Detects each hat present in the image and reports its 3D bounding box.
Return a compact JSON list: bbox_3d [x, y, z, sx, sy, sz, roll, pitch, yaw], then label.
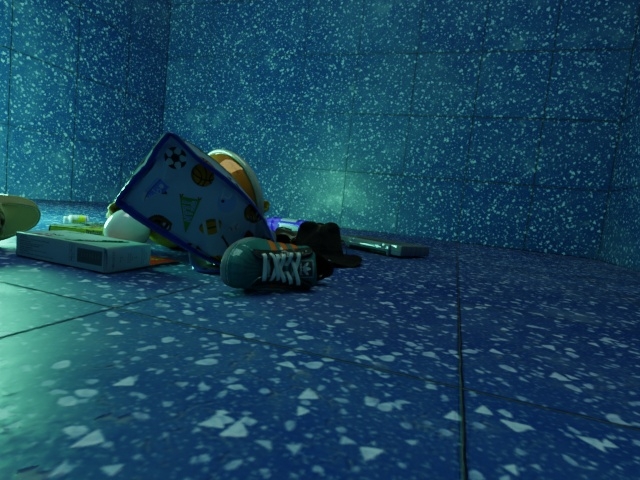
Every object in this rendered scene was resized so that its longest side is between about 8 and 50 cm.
[{"bbox_3d":[0.000,0.000,1.380,0.330,0.134,0.331,7,5,-1],"label":"hat"}]

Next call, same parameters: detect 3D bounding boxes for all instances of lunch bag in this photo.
[{"bbox_3d":[-0.296,-0.076,1.048,0.385,0.239,0.328,37,1,-27],"label":"lunch bag"}]

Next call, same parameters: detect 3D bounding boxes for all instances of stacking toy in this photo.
[{"bbox_3d":[-0.453,-0.093,1.294,0.350,0.352,0.479,10,22,39],"label":"stacking toy"}]

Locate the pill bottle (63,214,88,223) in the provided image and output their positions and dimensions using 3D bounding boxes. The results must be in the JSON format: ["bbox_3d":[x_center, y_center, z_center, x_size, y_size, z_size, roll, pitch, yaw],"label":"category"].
[{"bbox_3d":[-0.963,-0.078,1.592,0.083,0.044,0.043,2,6,-35],"label":"pill bottle"}]

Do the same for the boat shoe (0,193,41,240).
[{"bbox_3d":[-0.792,-0.031,0.930,0.110,0.122,0.341,12,17,14],"label":"boat shoe"}]

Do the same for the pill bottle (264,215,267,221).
[{"bbox_3d":[-0.361,-0.079,1.899,0.214,0.118,0.117,9,6,32],"label":"pill bottle"}]

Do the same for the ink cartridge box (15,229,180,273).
[{"bbox_3d":[-0.519,0.018,0.972,0.274,0.060,0.239,8,7,19],"label":"ink cartridge box"}]

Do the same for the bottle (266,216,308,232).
[{"bbox_3d":[-0.196,-0.080,2.259,0.282,0.093,0.118,8,5,23],"label":"bottle"}]

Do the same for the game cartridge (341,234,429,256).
[{"bbox_3d":[0.288,0.026,1.862,0.230,0.068,0.354,-4,11,-43],"label":"game cartridge"}]

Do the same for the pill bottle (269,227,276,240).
[{"bbox_3d":[-0.231,-0.016,1.530,0.087,0.087,0.160,3,6,-32],"label":"pill bottle"}]

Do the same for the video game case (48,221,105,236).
[{"bbox_3d":[-0.739,-0.032,1.405,0.247,0.035,0.275,5,4,-5],"label":"video game case"}]

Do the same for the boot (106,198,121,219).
[{"bbox_3d":[-0.767,-0.104,1.578,0.261,0.096,0.203,13,-11,14],"label":"boot"}]

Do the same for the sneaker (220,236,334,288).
[{"bbox_3d":[-0.076,0.050,0.855,0.120,0.108,0.302,4,2,29],"label":"sneaker"}]

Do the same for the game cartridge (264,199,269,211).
[{"bbox_3d":[-0.386,-0.166,1.760,0.284,0.053,0.323,9,1,-17],"label":"game cartridge"}]

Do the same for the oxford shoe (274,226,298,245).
[{"bbox_3d":[-0.083,0.009,1.591,0.226,0.083,0.096,7,24,9],"label":"oxford shoe"}]

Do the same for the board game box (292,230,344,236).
[{"bbox_3d":[-0.020,-0.014,2.006,0.346,0.056,0.208,2,11,-43],"label":"board game box"}]
